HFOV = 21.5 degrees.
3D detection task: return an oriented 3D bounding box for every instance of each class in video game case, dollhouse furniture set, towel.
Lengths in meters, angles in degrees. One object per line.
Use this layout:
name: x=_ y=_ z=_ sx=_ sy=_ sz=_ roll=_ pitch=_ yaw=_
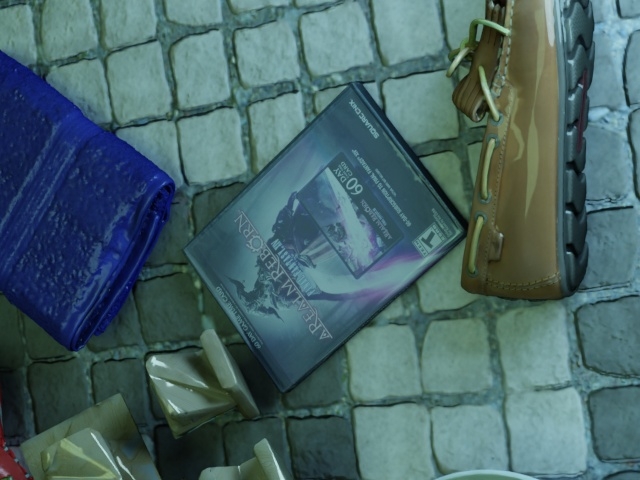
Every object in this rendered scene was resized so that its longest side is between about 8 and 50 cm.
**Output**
video game case: x=0.000 y=0.000 z=1.732 sx=0.274 sy=0.026 sz=0.196 roll=-43 pitch=73 yaw=23
dollhouse furniture set: x=-0.171 y=0.360 z=1.717 sx=0.362 sy=0.256 sz=0.394 roll=-27 pitch=67 yaw=-2
towel: x=-0.315 y=-0.050 z=1.881 sx=0.308 sy=0.076 sz=0.227 roll=37 pitch=102 yaw=23

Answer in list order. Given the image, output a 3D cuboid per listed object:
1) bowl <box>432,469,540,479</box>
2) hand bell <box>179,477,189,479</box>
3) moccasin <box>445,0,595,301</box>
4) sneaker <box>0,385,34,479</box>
bowl: x=0.189 y=0.352 z=1.587 sx=0.298 sy=0.134 sz=0.297 roll=2 pitch=95 yaw=28
hand bell: x=-0.200 y=0.369 z=1.835 sx=0.126 sy=0.126 sz=0.242 roll=30 pitch=96 yaw=24
moccasin: x=0.178 y=-0.134 z=1.572 sx=0.147 sy=0.139 sz=0.380 roll=4 pitch=104 yaw=20
sneaker: x=-0.356 y=0.282 z=1.922 sx=0.118 sy=0.107 sz=0.279 roll=-4 pitch=94 yaw=11
